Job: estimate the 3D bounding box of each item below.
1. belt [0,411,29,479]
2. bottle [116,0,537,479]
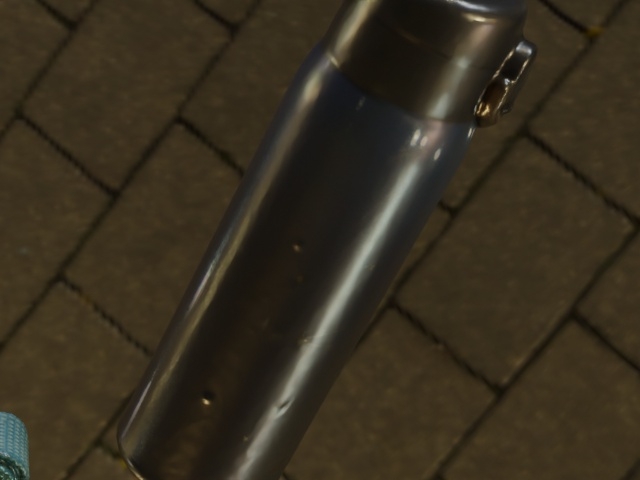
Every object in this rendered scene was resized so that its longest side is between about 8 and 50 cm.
[{"bbox_3d":[-0.279,0.168,1.112,0.179,0.065,0.100,-39,122,16],"label":"belt"},{"bbox_3d":[0.000,0.000,0.650,0.082,0.072,0.244,29,116,4],"label":"bottle"}]
